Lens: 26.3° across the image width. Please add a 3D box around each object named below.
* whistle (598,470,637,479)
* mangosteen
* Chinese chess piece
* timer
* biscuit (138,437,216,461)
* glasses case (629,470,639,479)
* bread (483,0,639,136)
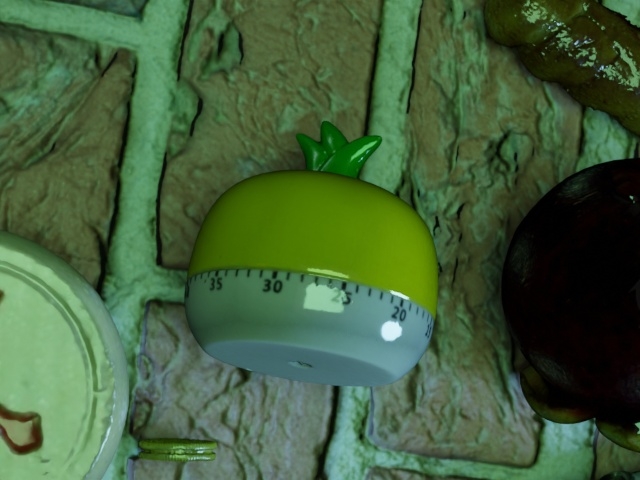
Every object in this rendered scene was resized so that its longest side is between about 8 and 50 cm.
[{"bbox_3d":[0.412,0.379,1.536,0.326,0.068,0.057,47,67,-22],"label":"whistle"},{"bbox_3d":[0.348,0.082,1.477,0.307,0.307,0.347,-10,120,-12],"label":"mangosteen"},{"bbox_3d":[-0.366,0.153,1.397,0.338,0.140,0.338,1,86,-12],"label":"Chinese chess piece"},{"bbox_3d":[0.000,0.000,1.424,0.285,0.285,0.285,1,87,-11],"label":"timer"},{"bbox_3d":[-0.153,0.224,1.464,0.084,0.084,0.023,3,85,-11],"label":"biscuit"},{"bbox_3d":[0.355,0.319,1.570,0.299,0.060,0.114,-12,96,-12],"label":"glasses case"},{"bbox_3d":[0.346,-0.202,1.586,0.344,0.084,0.124,31,82,-9],"label":"bread"}]
